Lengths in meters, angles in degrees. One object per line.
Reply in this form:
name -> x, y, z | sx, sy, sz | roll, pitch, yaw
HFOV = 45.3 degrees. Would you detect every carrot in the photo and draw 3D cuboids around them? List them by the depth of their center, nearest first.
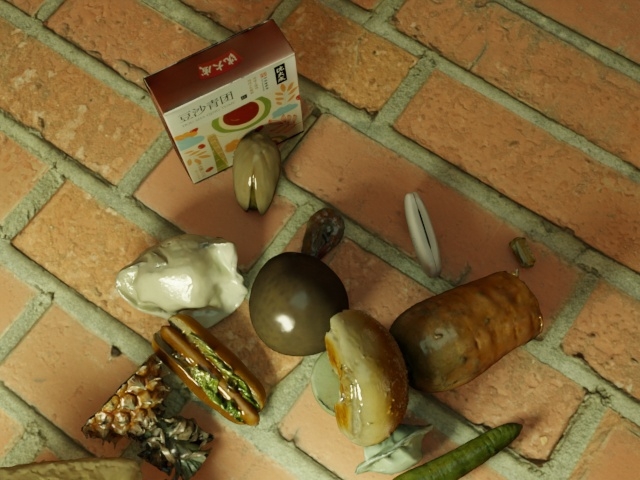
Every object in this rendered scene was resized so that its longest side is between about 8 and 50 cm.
carrot -> 0.323, 0.521, 1.806 | 0.359, 0.074, 0.074 | -25, 72, -10
carrot -> 0.336, 0.219, 1.836 | 0.341, 0.224, 0.224 | -27, 72, -15

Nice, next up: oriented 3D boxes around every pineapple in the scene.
pineapple -> -0.376, 0.440, 1.795 | 0.272, 0.262, 0.262 | 43, 76, -2

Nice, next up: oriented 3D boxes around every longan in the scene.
longan -> -0.053, 0.152, 1.853 | 0.258, 0.258, 0.258 | -1, 70, 1

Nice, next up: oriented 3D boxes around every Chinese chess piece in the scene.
Chinese chess piece -> 0.070, 0.342, 1.871 | 0.188, 0.083, 0.188 | -1, 74, 3

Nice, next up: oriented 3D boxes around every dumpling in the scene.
dumpling -> 0.180, 0.495, 1.780 | 0.219, 0.152, 0.108 | -32, 100, -10
dumpling -> -0.339, 0.109, 1.946 | 0.318, 0.187, 0.242 | -17, 110, 6

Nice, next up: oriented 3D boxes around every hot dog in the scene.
hot dog -> -0.260, 0.318, 1.852 | 0.337, 0.100, 0.135 | 44, 78, 3

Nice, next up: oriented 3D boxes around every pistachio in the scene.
pistachio -> -0.167, -0.174, 2.011 | 0.136, 0.136, 0.226 | 8, 111, 5

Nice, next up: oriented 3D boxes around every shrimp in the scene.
shrimp -> 0.000, 0.000, 2.015 | 0.101, 0.042, 0.190 | 22, 71, 1

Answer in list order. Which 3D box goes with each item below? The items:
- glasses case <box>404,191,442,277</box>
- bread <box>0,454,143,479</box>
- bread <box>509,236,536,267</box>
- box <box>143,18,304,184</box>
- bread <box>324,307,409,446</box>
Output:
glasses case -> 0.264, -0.015, 1.986 | 0.059, 0.092, 0.233 | -14, 72, -6
bread -> -0.549, 0.657, 1.544 | 0.279, 0.390, 0.371 | 46, 116, 45
bread -> 0.525, 0.033, 1.991 | 0.049, 0.033, 0.088 | -21, 75, -21
box -> -0.229, -0.339, 1.958 | 0.344, 0.385, 0.122 | -27, 71, -8
bread -> 0.113, 0.309, 1.714 | 0.171, 0.192, 0.314 | -10, 92, -13
